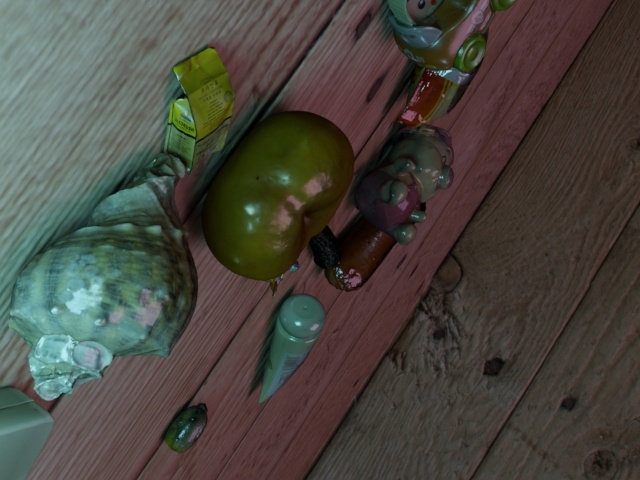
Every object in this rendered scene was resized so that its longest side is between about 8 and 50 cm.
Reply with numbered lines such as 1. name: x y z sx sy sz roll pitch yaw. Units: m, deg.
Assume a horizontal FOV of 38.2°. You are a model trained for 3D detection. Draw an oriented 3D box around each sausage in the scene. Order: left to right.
1. sausage: 0.117 -0.015 1.979 0.330 0.102 0.102 -47 161 -34

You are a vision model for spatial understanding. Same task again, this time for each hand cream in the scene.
1. hand cream: -0.058 0.225 1.903 0.147 0.093 0.306 -44 161 -37

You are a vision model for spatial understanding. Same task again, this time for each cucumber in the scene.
1. cucumber: 0.000 0.000 1.729 0.058 0.052 0.215 -28 160 -1

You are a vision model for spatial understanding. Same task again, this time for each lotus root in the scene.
1. lotus root: -0.231 0.326 1.623 0.099 0.054 0.049 -52 -175 -17

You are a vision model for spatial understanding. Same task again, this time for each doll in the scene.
1. doll: 0.184 -0.131 1.862 0.256 0.152 0.196 -54 178 -31

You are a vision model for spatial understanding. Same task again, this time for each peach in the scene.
1. peach: -0.054 -0.058 1.261 0.251 0.153 0.251 -44 156 -25

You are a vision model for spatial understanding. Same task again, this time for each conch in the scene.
1. conch: -0.201 0.051 0.981 0.291 0.159 0.210 -53 163 -25

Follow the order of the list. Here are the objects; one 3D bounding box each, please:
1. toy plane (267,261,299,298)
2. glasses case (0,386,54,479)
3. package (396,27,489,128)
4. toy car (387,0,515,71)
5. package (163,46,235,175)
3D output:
1. toy plane: -0.052 0.001 1.541 0.188 0.062 0.135 -64 -168 8
2. glasses case: -0.390 0.229 0.899 0.131 0.070 0.313 -60 165 7
3. package: 0.249 -0.331 1.763 0.288 0.108 0.223 -42 160 -53
4. toy car: 0.180 -0.387 1.431 0.235 0.145 0.235 -30 140 -28
5. package: -0.134 -0.142 1.029 0.071 0.047 0.131 -40 158 -42
